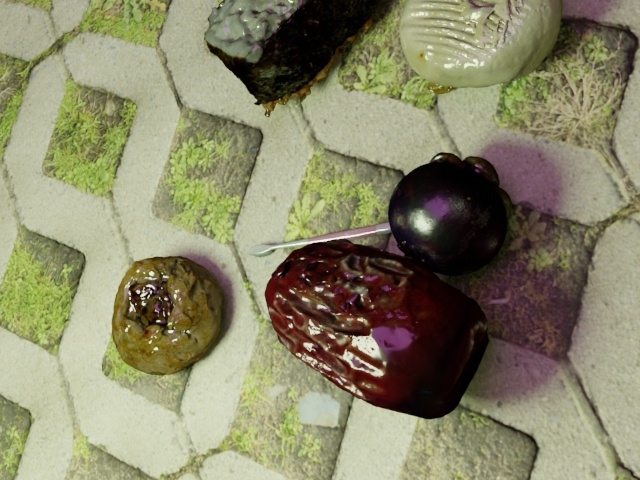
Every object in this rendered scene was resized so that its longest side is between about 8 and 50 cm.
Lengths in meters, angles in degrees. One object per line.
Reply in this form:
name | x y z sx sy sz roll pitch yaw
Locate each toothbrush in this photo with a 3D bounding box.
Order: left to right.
toothbrush | 0.000 0.000 1.926 0.286 0.025 0.020 -10 68 25

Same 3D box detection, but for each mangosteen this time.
mangosteen | 0.218 -0.053 1.737 0.194 0.194 0.230 29 65 33

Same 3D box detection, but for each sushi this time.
sushi | -0.045 -0.421 1.978 0.348 0.207 0.234 -43 47 5

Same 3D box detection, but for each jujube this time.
jujube | 0.091 0.129 1.696 0.377 0.258 0.258 35 94 35

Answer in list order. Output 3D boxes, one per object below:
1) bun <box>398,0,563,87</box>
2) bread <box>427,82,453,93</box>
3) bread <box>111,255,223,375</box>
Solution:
bun | 0.269 -0.364 1.794 0.273 0.168 0.273 -8 72 23
bread | 0.213 -0.295 1.887 0.049 0.034 0.088 -5 68 40
bread | -0.290 0.131 1.990 0.230 0.123 0.230 -10 70 29
